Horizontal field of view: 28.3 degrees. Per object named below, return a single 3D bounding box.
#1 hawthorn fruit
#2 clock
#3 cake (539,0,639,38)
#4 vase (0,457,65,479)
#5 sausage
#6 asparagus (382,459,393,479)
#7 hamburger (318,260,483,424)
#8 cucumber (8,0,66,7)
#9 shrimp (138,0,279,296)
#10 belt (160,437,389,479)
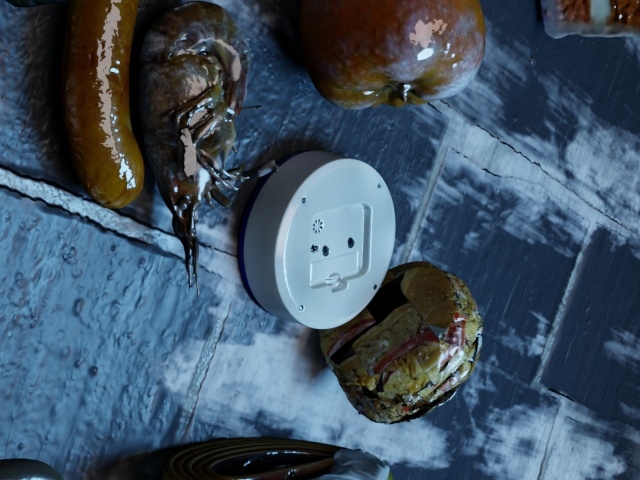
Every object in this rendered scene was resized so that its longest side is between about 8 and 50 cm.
[{"bbox_3d":[0.075,-0.276,1.583,0.235,0.263,0.231,-23,154,-31],"label":"hawthorn fruit"},{"bbox_3d":[0.000,0.000,1.670,0.230,0.083,0.230,-17,115,-41],"label":"clock"},{"bbox_3d":[0.467,-0.469,1.914,0.230,0.237,0.309,-32,121,-40],"label":"cake"},{"bbox_3d":[-0.379,0.345,1.241,0.329,0.241,0.302,-42,138,-10],"label":"vase"},{"bbox_3d":[-0.233,-0.182,1.371,0.103,0.076,0.302,-6,105,-45],"label":"sausage"},{"bbox_3d":[0.073,0.475,1.885,0.082,0.085,0.343,-24,116,-44],"label":"asparagus"},{"bbox_3d":[0.112,0.135,1.722,0.231,0.231,0.107,-54,132,-21],"label":"hamburger"},{"bbox_3d":[-0.264,-0.298,1.286,0.062,0.115,0.116,51,57,-42],"label":"cucumber"},{"bbox_3d":[-0.137,-0.103,1.467,0.145,0.116,0.343,-8,104,-37],"label":"shrimp"},{"bbox_3d":[-0.058,0.330,1.602,0.338,0.217,0.122,3,100,-49],"label":"belt"}]
